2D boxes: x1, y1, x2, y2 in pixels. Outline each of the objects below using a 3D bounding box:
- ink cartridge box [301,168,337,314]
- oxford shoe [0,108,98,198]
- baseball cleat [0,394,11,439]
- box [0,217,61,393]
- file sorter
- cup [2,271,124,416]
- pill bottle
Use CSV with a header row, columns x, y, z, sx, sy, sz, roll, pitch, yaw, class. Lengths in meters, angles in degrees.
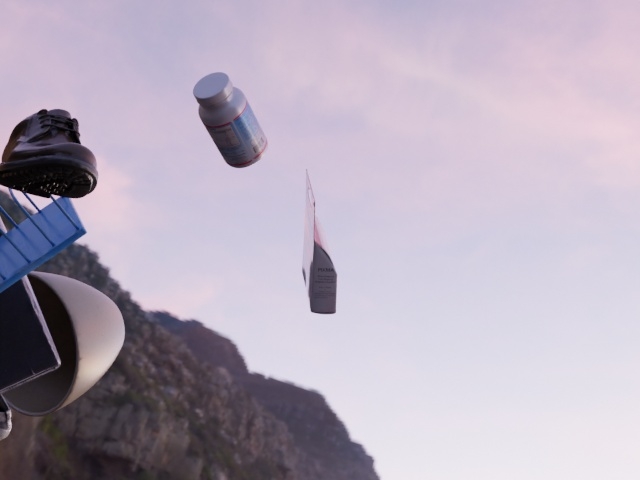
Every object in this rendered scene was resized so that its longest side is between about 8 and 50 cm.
x,y,z,sx,sy,sz,roll,pitch,yaw,class
0.000,0.000,1.699,0.066,0.189,0.232,3,-66,-8,ink cartridge box
-0.284,-0.096,0.898,0.082,0.096,0.227,21,-7,-35,oxford shoe
-0.651,0.288,1.581,0.205,0.072,0.110,18,-65,7,baseball cleat
-0.743,0.093,1.437,0.480,0.471,0.298,37,-36,55,box
-0.429,-0.022,1.183,0.118,0.170,0.104,47,-11,51,file sorter
-0.608,0.224,2.055,0.331,0.331,0.237,-3,4,30,cup
-0.156,-0.207,1.490,0.087,0.087,0.160,2,-39,25,pill bottle
